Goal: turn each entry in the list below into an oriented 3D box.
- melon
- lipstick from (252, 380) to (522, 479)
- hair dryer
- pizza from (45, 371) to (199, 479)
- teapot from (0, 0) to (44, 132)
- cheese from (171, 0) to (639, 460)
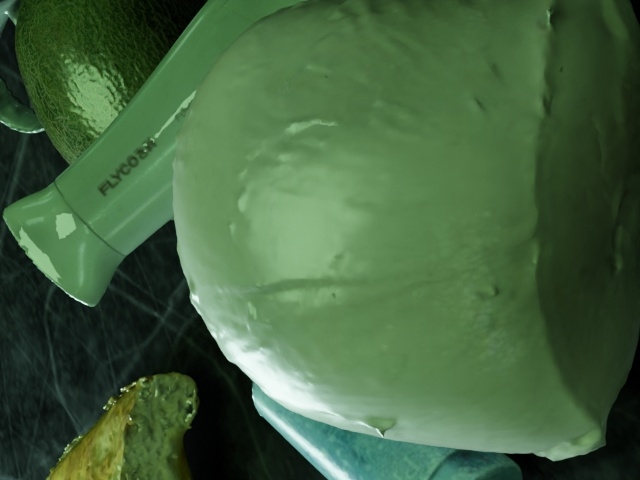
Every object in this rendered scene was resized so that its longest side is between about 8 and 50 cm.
[{"bbox_3d":[-0.097,-0.089,0.837,0.167,0.114,0.114,59,138,18],"label":"melon"},{"bbox_3d":[0.074,0.131,0.740,0.274,0.061,0.068,36,125,39],"label":"lipstick"},{"bbox_3d":[0.000,0.000,0.742,0.237,0.075,0.206,44,92,4],"label":"hair dryer"},{"bbox_3d":[-0.117,0.191,0.987,0.204,0.080,0.188,150,125,-60],"label":"pizza"},{"bbox_3d":[-0.252,-0.153,0.985,0.239,0.162,0.149,34,142,2],"label":"teapot"},{"bbox_3d":[0.035,-0.010,0.638,0.189,0.154,0.198,3,103,14],"label":"cheese"}]
